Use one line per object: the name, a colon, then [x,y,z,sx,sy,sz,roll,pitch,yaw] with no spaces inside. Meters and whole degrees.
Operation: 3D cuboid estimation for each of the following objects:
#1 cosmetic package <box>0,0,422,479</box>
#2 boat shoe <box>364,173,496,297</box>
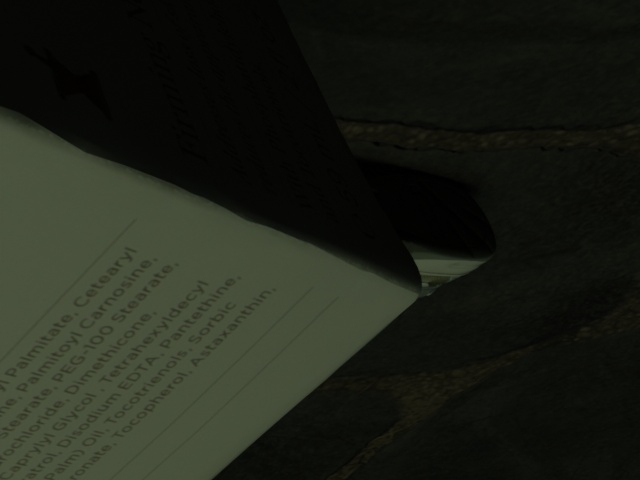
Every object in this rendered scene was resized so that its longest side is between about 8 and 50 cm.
cosmetic package: [-0.226,-0.040,0.812,0.327,0.329,0.393,-42,141,22]
boat shoe: [0.000,-0.002,1.238,0.320,0.118,0.103,4,142,-39]
